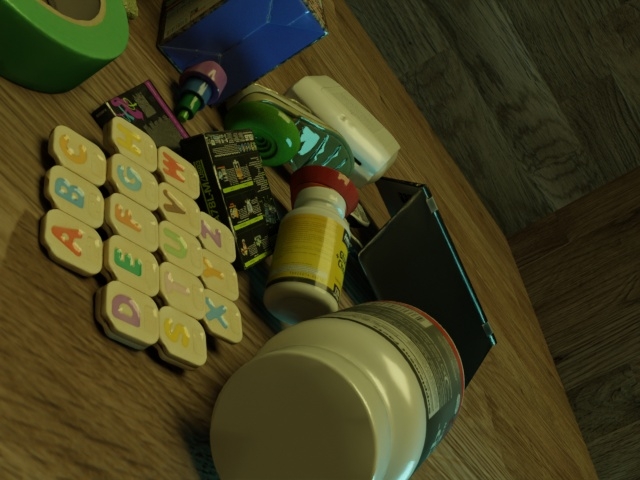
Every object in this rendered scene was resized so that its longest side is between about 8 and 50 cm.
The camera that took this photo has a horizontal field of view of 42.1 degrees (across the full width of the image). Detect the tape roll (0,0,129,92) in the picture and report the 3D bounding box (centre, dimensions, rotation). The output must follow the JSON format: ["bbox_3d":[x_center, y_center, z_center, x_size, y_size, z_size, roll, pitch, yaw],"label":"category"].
[{"bbox_3d":[-0.348,-0.319,0.918,0.321,0.077,0.321,52,19,-25],"label":"tape roll"}]

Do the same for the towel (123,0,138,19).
[{"bbox_3d":[-0.313,-0.392,1.191,0.148,0.027,0.110,69,17,5],"label":"towel"}]

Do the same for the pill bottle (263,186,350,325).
[{"bbox_3d":[-0.014,0.019,1.151,0.103,0.103,0.184,45,43,-39],"label":"pill bottle"}]

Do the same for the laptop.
[{"bbox_3d":[0.175,0.099,1.706,0.382,0.236,0.408,64,-13,-17],"label":"laptop"}]

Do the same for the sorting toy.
[{"bbox_3d":[-0.092,-0.113,1.289,0.365,0.127,0.126,43,48,-27],"label":"sorting toy"}]

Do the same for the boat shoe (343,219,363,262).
[{"bbox_3d":[0.045,0.001,1.554,0.046,0.038,0.125,14,-36,46],"label":"boat shoe"}]

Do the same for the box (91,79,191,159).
[{"bbox_3d":[-0.220,-0.139,1.065,0.116,0.029,0.162,55,17,-12],"label":"box"}]

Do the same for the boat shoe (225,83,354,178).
[{"bbox_3d":[-0.048,-0.195,1.468,0.302,0.113,0.103,34,18,-48],"label":"boat shoe"}]

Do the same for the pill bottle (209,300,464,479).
[{"bbox_3d":[0.031,0.185,0.940,0.210,0.210,0.363,63,18,9],"label":"pill bottle"}]

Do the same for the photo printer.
[{"bbox_3d":[0.041,-0.226,1.707,0.256,0.107,0.307,44,15,-1],"label":"photo printer"}]

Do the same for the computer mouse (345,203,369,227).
[{"bbox_3d":[0.029,-0.065,1.615,0.193,0.042,0.106,30,29,-48],"label":"computer mouse"}]

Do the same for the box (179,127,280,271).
[{"bbox_3d":[-0.114,-0.059,1.138,0.190,0.045,0.184,-35,111,-72],"label":"box"}]

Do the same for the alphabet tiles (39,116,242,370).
[{"bbox_3d":[-0.180,-0.002,0.905,0.278,0.021,0.284,34,36,-43],"label":"alphabet tiles"}]

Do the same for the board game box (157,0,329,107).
[{"bbox_3d":[-0.130,-0.398,1.386,0.141,0.232,0.291,49,21,-35],"label":"board game box"}]
